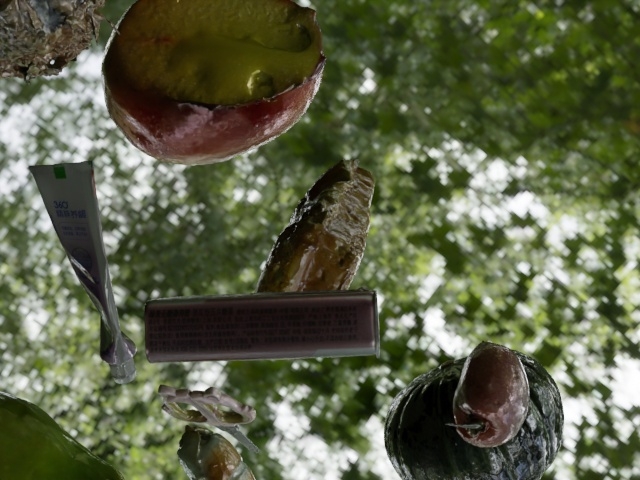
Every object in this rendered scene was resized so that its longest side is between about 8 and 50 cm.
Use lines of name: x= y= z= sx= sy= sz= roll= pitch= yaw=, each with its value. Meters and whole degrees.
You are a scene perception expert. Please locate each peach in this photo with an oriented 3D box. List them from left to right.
peach: x=-0.148 y=-0.245 z=1.839 sx=0.338 sy=0.281 sz=0.281 roll=-16 pitch=-133 yaw=34

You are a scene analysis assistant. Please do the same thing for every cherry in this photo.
cherry: x=0.200 y=0.179 z=1.465 sx=0.106 sy=0.086 sz=0.126 roll=98 pitch=15 yaw=-71

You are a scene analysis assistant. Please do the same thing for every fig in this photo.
fig: x=-0.348 y=0.268 z=1.459 sx=0.274 sy=0.206 sz=0.206 roll=0 pitch=-129 yaw=10

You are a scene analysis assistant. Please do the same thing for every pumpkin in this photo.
pumpkin: x=0.206 y=0.255 z=1.692 sx=0.249 sy=0.216 sz=0.250 roll=-21 pitch=-157 yaw=9

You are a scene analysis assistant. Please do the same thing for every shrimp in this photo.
shrimp: x=-0.136 y=0.263 z=1.293 sx=0.166 sy=0.161 sz=0.049 roll=-20 pitch=-164 yaw=31

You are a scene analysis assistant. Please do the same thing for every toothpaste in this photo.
toothpaste: x=-0.277 y=0.042 z=1.549 sx=0.075 sy=0.301 sz=0.048 roll=8 pitch=-148 yaw=36

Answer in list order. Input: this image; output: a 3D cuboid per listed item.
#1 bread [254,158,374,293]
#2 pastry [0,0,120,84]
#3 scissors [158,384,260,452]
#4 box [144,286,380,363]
bread: x=0.000 y=0.000 z=1.644 sx=0.380 sy=0.109 sz=0.185 roll=-70 pitch=180 yaw=-69
pastry: x=-0.336 y=-0.278 z=1.281 sx=0.274 sy=0.275 sz=0.193 roll=-30 pitch=-150 yaw=33
scissors: x=-0.161 y=0.298 z=2.087 sx=0.160 sy=0.317 sz=0.024 roll=-1 pitch=-116 yaw=18
box: x=-0.053 y=0.082 z=1.238 sx=0.120 sy=0.224 sz=0.069 roll=44 pitch=44 yaw=-89
